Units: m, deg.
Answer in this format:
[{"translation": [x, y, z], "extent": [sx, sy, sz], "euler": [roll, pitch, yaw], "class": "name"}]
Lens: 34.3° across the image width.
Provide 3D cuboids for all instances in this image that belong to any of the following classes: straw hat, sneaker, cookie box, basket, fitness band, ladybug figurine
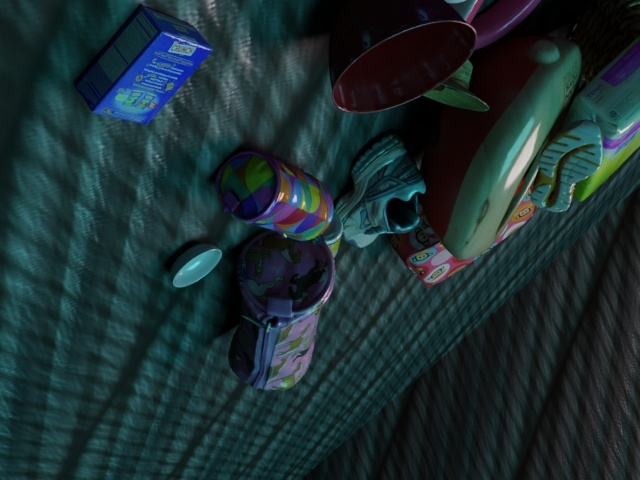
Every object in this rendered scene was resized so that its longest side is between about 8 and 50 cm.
[{"translation": [0.175, -0.233, 1.443], "extent": [0.144, 0.144, 0.061], "euler": [22, 86, -70], "class": "straw hat"}, {"translation": [0.373, -0.127, 1.572], "extent": [0.215, 0.084, 0.083], "euler": [107, 7, -64], "class": "sneaker"}, {"translation": [0.097, -0.047, 1.700], "extent": [0.110, 0.122, 0.283], "euler": [-30, 160, -22], "class": "sneaker"}, {"translation": [-0.171, -0.169, 1.013], "extent": [0.107, 0.040, 0.092], "euler": [-44, 161, 18], "class": "cookie box"}, {"translation": [0.577, -0.324, 1.799], "extent": [0.213, 0.223, 0.299], "euler": [-36, 163, -7], "class": "basket"}, {"translation": [0.253, -0.360, 1.366], "extent": [0.209, 0.054, 0.291], "euler": [-28, 160, -38], "class": "fitness band"}, {"translation": [0.269, -0.157, 1.640], "extent": [0.305, 0.162, 0.449], "euler": [-49, 165, -37], "class": "ladybug figurine"}]

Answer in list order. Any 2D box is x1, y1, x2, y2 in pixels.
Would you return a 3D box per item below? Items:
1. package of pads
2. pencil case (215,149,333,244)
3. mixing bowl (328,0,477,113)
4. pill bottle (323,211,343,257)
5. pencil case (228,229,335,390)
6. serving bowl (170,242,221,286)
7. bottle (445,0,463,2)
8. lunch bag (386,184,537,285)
[{"translation": [0.485, -0.214, 1.652], "extent": [0.229, 0.101, 0.296], "euler": [-43, 166, -12], "class": "package of pads"}, {"translation": [-0.058, -0.055, 1.424], "extent": [0.104, 0.104, 0.236], "euler": [-41, 161, 8], "class": "pencil case"}, {"translation": [0.080, -0.238, 1.208], "extent": [0.181, 0.098, 0.181], "euler": [-21, 162, -7], "class": "mixing bowl"}, {"translation": [0.000, 0.000, 1.720], "extent": [0.065, 0.065, 0.116], "euler": [-32, 162, -20], "class": "pill bottle"}, {"translation": [-0.071, 0.126, 1.739], "extent": [0.167, 0.160, 0.386], "euler": [-25, 160, -17], "class": "pencil case"}, {"translation": [-0.184, 0.031, 1.496], "extent": [0.083, 0.027, 0.083], "euler": [-35, 162, -13], "class": "serving bowl"}, {"translation": [0.136, -0.346, 1.095], "extent": [0.118, 0.092, 0.283], "euler": [-39, 162, -3], "class": "bottle"}, {"translation": [0.289, -0.035, 2.055], "extent": [0.293, 0.120, 0.258], "euler": [-35, 153, 5], "class": "lunch bag"}]
